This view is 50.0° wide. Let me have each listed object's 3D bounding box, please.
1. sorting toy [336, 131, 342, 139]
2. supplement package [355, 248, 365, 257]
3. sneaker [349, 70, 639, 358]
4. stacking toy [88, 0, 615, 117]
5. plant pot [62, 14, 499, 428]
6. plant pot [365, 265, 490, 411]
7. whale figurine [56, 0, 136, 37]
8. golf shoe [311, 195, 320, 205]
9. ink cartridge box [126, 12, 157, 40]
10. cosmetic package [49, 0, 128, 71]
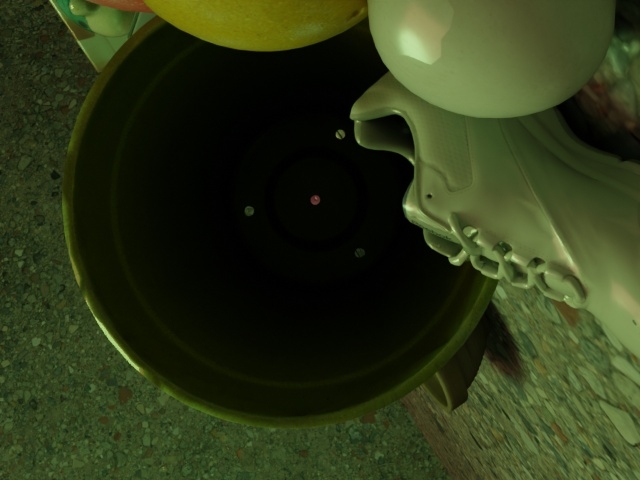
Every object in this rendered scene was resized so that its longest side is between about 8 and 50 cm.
[{"bbox_3d":[0.037,-0.143,1.136,0.083,0.012,0.062,58,174,7],"label":"sorting toy"},{"bbox_3d":[0.010,0.109,1.135,0.199,0.263,0.198,-17,110,39],"label":"supplement package"},{"bbox_3d":[0.132,-0.016,0.441,0.297,0.129,0.111,54,171,29],"label":"sneaker"},{"bbox_3d":[-0.052,-0.222,0.395,0.480,0.350,0.350,41,170,12],"label":"stacking toy"},{"bbox_3d":[-0.016,-0.041,0.726,0.366,0.366,0.353,59,-173,-1],"label":"plant pot"},{"bbox_3d":[0.156,0.108,0.957,0.237,0.109,0.237,57,173,11],"label":"plant pot"},{"bbox_3d":[-0.340,-0.427,1.007,0.141,0.216,0.272,17,162,6],"label":"whale figurine"},{"bbox_3d":[-0.052,-0.186,1.318,0.306,0.115,0.140,60,-171,21],"label":"golf shoe"},{"bbox_3d":[-0.191,-0.323,1.133,0.211,0.122,0.289,19,-176,-15],"label":"ink cartridge box"},{"bbox_3d":[-0.508,-0.527,1.448,0.296,0.129,0.153,62,175,-37],"label":"cosmetic package"}]
